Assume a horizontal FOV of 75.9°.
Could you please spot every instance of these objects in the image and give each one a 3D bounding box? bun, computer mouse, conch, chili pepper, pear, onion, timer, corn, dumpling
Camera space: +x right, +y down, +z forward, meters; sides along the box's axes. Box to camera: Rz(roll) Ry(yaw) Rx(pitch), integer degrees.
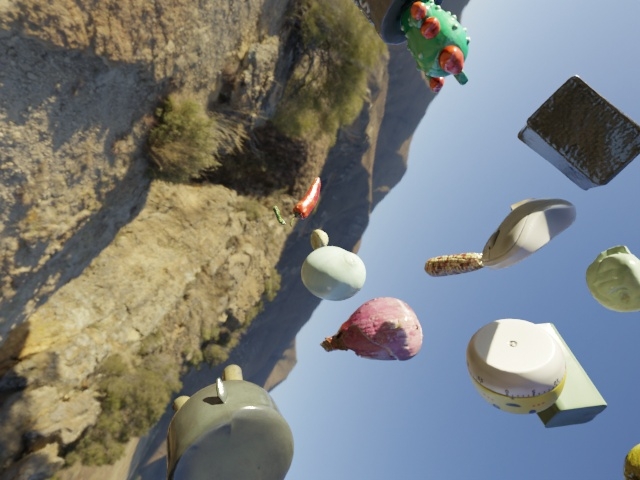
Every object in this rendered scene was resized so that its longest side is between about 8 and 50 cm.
[{"bbox_3d":[0.000,0.000,1.623,0.086,0.055,0.086,8,-80,55],"label":"bun"},{"bbox_3d":[0.576,-0.034,1.162,0.297,0.121,0.184,-30,178,-8],"label":"computer mouse"},{"bbox_3d":[0.034,0.101,1.320,0.121,0.222,0.184,61,31,-55],"label":"conch"},{"bbox_3d":[-0.053,-0.155,1.664,0.272,0.064,0.071,-59,143,-32],"label":"chili pepper"},{"bbox_3d":[0.578,0.397,0.692,0.107,0.132,0.107,-177,-90,-76],"label":"pear"},{"bbox_3d":[0.169,0.283,1.387,0.267,0.350,0.158,-120,-155,-76],"label":"onion"},{"bbox_3d":[0.570,0.398,1.204,0.284,0.286,0.285,-63,-177,6],"label":"timer"},{"bbox_3d":[-0.146,-0.084,1.442,0.022,0.083,0.027,-26,-152,-4],"label":"chili pepper"},{"bbox_3d":[0.535,0.097,1.639,0.254,0.086,0.086,-13,-137,47],"label":"corn"},{"bbox_3d":[0.879,0.117,1.196,0.152,0.108,0.219,107,-3,-54],"label":"dumpling"}]

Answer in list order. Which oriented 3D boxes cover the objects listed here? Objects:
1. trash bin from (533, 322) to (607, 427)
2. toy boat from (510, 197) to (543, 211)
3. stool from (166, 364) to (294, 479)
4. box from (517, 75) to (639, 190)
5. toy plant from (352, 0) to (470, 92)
[{"bbox_3d":[0.841,0.497,1.529,0.343,0.223,0.158,-106,-162,-47],"label":"trash bin"},{"bbox_3d":[0.825,-0.114,1.600,0.116,0.061,0.188,-42,-157,-26],"label":"toy boat"},{"bbox_3d":[-0.134,0.286,0.553,0.139,0.154,0.227,25,-83,65],"label":"stool"},{"bbox_3d":[0.730,-0.295,1.161,0.184,0.273,0.143,-48,171,10],"label":"box"},{"bbox_3d":[0.229,-0.524,0.977,0.186,0.400,0.279,-32,163,-7],"label":"toy plant"}]
